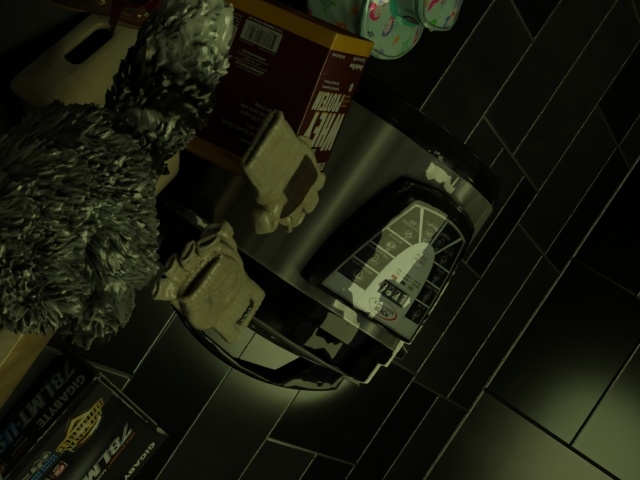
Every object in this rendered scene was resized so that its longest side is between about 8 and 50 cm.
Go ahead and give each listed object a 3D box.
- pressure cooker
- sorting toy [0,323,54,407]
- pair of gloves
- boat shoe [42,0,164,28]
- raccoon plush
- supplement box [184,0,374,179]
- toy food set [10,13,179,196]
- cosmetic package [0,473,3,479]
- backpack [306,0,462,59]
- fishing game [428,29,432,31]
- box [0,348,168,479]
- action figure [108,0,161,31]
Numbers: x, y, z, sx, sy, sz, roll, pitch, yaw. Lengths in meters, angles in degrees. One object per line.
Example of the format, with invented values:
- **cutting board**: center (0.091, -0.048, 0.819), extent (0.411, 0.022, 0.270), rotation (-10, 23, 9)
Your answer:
- **pressure cooker**: center (-0.002, -0.001, 1.789), extent (0.420, 0.370, 0.375), rotation (-55, 171, -1)
- **sorting toy**: center (-0.416, 0.166, 1.495), extent (0.255, 0.089, 0.257), rotation (-54, -179, 0)
- **pair of gloves**: center (-0.080, -0.014, 1.407), extent (0.240, 0.042, 0.204), rotation (-60, 158, -4)
- **boat shoe**: center (-0.212, -0.273, 1.417), extent (0.207, 0.073, 0.073), rotation (-6, 87, -50)
- **raccoon plush**: center (-0.296, -0.076, 1.228), extent (0.299, 0.216, 0.447), rotation (5, 108, -60)
- **supplement box**: center (-0.073, -0.182, 1.544), extent (0.194, 0.191, 0.129), rotation (-68, 162, 12)
- **toy food set**: center (-0.267, -0.119, 1.546), extent (0.220, 0.092, 0.306), rotation (-51, 157, -38)
- **cosmetic package**: center (-0.490, 0.425, 1.613), extent (0.224, 0.138, 0.225), rotation (-8, 133, -23)
- **backpack**: center (0.094, -0.362, 1.708), extent (0.254, 0.191, 0.225), rotation (-66, 160, 8)
- **fishing game**: center (0.136, -0.425, 1.914), extent (0.264, 0.041, 0.189), rotation (19, 95, -57)
- **box**: center (-0.376, 0.330, 1.858), extent (0.295, 0.073, 0.293), rotation (-49, 152, -12)
- **action figure**: center (-0.172, -0.366, 1.234), extent (0.248, 0.275, 0.370), rotation (-41, 136, -40)
